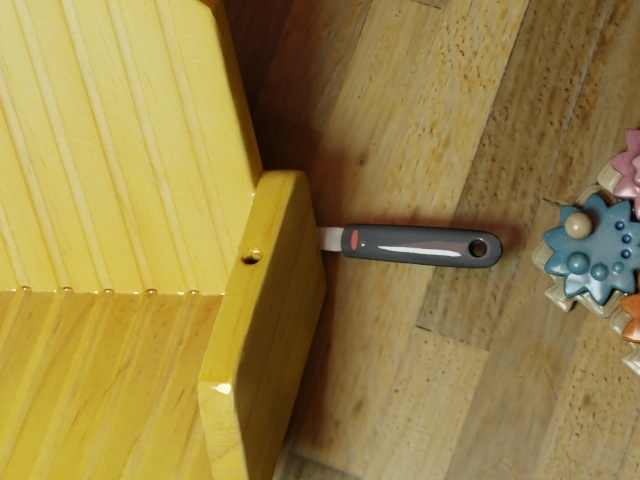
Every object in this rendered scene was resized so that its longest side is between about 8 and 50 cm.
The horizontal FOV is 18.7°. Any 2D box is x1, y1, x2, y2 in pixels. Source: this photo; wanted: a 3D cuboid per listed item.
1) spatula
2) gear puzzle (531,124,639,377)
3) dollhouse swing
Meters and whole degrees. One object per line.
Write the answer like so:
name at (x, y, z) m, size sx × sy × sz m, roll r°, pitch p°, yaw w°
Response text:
spatula at (0.000, 0.000, 1.530) m, size 0.296 × 0.030 × 0.084 m, roll 4°, pitch 83°, yaw 24°
gear puzzle at (0.320, 0.058, 1.429) m, size 0.339 × 0.044 × 0.175 m, roll 41°, pitch 92°, yaw 19°
dollhouse swing at (-0.212, 0.005, 1.423) m, size 0.347 × 0.305 × 0.315 m, roll 2°, pitch 51°, yaw 19°
